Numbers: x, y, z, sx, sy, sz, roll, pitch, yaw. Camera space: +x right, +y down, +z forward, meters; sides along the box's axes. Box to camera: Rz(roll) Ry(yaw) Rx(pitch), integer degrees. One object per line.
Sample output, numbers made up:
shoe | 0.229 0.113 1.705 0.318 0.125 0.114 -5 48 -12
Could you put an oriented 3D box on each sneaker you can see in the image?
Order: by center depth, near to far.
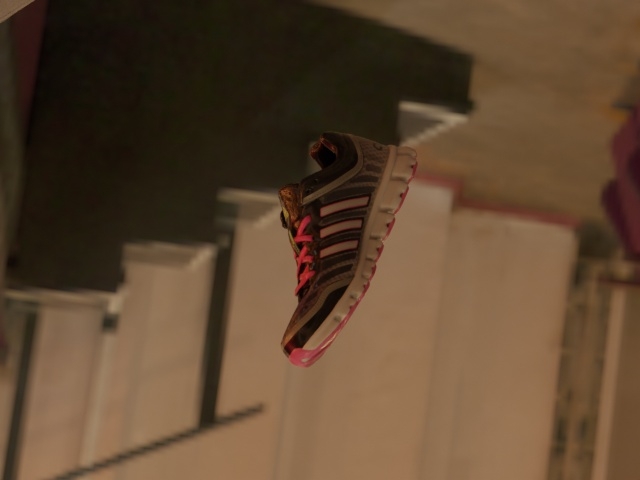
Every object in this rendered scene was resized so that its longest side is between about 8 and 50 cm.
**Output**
sneaker | 0.000 0.000 1.178 0.075 0.170 0.063 25 154 -4

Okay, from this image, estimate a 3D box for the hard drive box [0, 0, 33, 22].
hard drive box | -0.027 -0.180 0.337 0.089 0.232 0.181 25 157 -27
